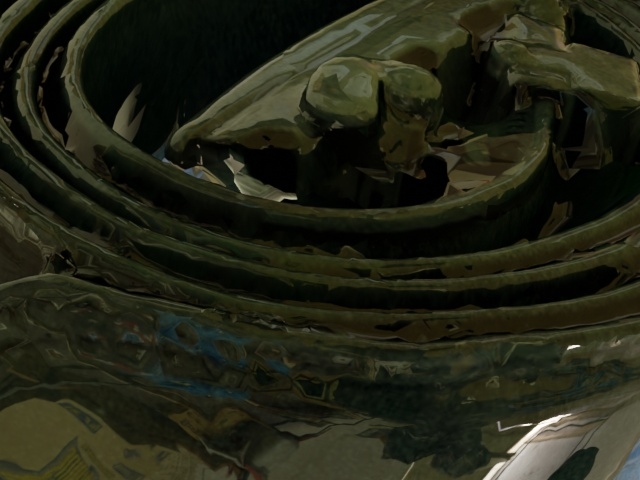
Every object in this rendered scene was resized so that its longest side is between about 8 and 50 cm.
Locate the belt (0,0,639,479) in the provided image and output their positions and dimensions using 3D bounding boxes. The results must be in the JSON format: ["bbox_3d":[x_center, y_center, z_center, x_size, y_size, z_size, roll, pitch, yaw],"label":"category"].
[{"bbox_3d":[0.000,0.000,0.467,0.206,0.116,0.267,37,-140,29],"label":"belt"}]
